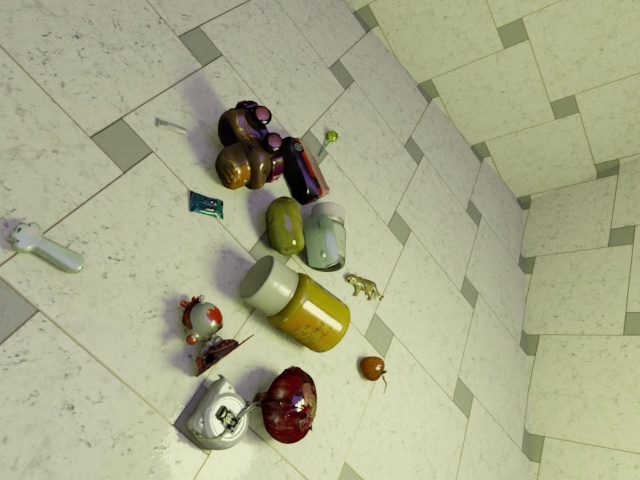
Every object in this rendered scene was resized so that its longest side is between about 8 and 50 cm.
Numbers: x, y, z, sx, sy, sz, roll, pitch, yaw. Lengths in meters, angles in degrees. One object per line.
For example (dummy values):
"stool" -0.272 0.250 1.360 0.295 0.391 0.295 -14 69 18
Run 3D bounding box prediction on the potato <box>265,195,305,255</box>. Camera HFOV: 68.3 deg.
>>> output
"potato" -0.142 -0.058 1.879 0.197 0.149 0.228 -33 110 -63

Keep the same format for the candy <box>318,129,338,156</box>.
"candy" 0.031 -0.478 2.345 0.058 0.062 0.194 86 28 -51

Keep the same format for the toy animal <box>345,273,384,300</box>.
"toy animal" 0.210 0.217 2.167 0.241 0.057 0.099 19 58 -37

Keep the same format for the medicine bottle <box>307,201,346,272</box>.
"medicine bottle" 0.028 -0.014 2.021 0.165 0.165 0.273 26 53 -34

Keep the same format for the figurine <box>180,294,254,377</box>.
"figurine" -0.366 0.278 1.510 0.226 0.160 0.183 54 41 3

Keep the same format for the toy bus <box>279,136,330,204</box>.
"toy bus" -0.082 -0.309 2.086 0.147 0.128 0.302 -17 81 -53

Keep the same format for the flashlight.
"flashlight" -0.752 0.027 1.308 0.200 0.048 0.093 38 48 -29

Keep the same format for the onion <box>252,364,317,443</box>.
"onion" -0.118 0.546 1.578 0.252 0.219 0.252 9 90 -80

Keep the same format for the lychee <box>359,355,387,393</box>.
"lychee" 0.229 0.549 1.989 0.140 0.101 0.114 38 78 -8

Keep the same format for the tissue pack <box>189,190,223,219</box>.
"tissue pack" -0.415 -0.130 1.737 0.138 0.028 0.085 12 63 -37

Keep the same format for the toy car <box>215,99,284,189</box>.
"toy car" -0.303 -0.354 1.819 0.240 0.271 0.340 -23 85 -28

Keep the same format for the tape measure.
"tape measure" -0.299 0.546 1.461 0.178 0.105 0.196 45 44 -20

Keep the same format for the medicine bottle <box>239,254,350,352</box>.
"medicine bottle" -0.091 0.233 1.733 0.384 0.224 0.224 39 47 -26

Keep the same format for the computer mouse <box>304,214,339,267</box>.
"computer mouse" 0.000 0.000 1.878 0.128 0.079 0.230 -10 65 -3

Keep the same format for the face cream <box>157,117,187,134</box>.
"face cream" -0.550 -0.420 1.747 0.115 0.020 0.038 12 63 -40
